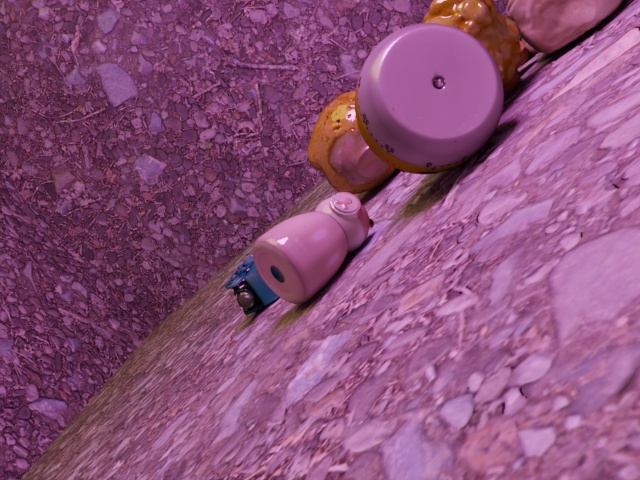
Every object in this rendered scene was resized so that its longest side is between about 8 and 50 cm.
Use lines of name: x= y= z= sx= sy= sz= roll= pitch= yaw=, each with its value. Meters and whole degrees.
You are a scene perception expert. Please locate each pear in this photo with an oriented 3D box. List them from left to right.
pear: x=0.096 y=-0.255 z=1.728 sx=0.271 sy=0.271 sz=0.271 roll=-42 pitch=7 yaw=7

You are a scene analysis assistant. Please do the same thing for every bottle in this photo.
bottle: x=0.000 y=0.000 z=1.238 sx=0.236 sy=0.147 sz=0.147 roll=-38 pitch=4 yaw=-29

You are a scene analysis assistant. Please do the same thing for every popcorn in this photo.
popcorn: x=0.297 y=-0.384 z=1.339 sx=0.256 sy=0.254 sz=0.195 roll=-8 pitch=12 yaw=-24

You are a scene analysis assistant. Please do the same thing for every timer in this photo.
timer: x=0.186 y=-0.242 z=1.209 sx=0.285 sy=0.285 sz=0.285 roll=-42 pitch=7 yaw=7

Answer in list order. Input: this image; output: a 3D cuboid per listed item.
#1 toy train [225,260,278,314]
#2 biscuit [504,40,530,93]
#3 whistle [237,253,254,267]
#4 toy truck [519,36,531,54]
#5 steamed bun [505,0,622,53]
toy train: x=-0.138 y=0.093 z=1.565 sx=0.154 sy=0.107 sz=0.198 roll=-33 pitch=10 yaw=15
biscuit: x=0.322 y=-0.381 z=1.562 sx=0.355 sy=0.052 sz=0.275 roll=-6 pitch=41 yaw=43
whistle: x=-0.144 y=0.068 z=1.777 sx=0.186 sy=0.093 sz=0.274 roll=-14 pitch=-10 yaw=-41
toy truck: x=0.513 y=-0.501 z=1.649 sx=0.100 sy=0.077 sz=0.169 roll=-54 pitch=1 yaw=41
steamed bun: x=0.510 y=-0.542 z=1.367 sx=0.289 sy=0.203 sz=0.276 roll=-45 pitch=11 yaw=-34
